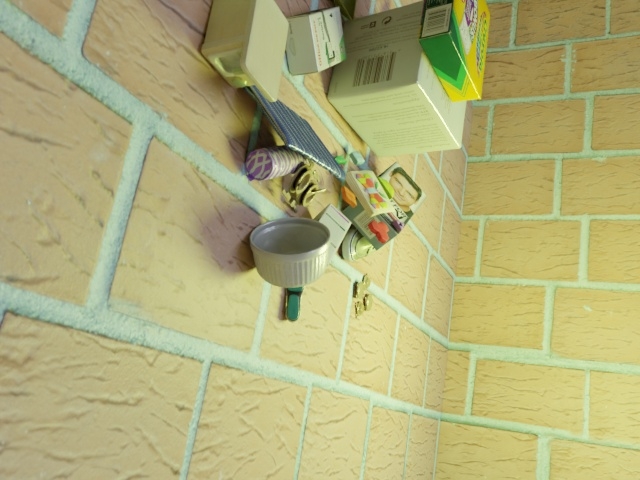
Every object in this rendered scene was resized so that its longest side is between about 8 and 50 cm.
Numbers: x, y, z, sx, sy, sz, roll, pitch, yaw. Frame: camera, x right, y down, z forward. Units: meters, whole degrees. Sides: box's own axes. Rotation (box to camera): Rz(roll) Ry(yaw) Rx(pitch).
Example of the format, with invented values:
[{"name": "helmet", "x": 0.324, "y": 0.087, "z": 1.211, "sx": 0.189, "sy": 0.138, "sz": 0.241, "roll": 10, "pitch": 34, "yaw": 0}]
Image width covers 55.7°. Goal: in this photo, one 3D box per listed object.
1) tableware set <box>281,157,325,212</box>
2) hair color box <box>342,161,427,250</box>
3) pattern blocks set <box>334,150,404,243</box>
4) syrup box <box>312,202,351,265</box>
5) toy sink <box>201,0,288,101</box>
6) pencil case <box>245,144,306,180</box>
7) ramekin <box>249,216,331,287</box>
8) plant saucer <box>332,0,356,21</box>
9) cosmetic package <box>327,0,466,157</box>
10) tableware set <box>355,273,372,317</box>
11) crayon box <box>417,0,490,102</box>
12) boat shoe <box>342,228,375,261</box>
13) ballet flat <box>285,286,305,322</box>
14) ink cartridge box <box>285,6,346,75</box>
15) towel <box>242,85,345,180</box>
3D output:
[{"name": "tableware set", "x": -0.037, "y": -0.146, "z": 1.689, "sx": 0.128, "sy": 0.039, "sz": 0.194, "roll": -54, "pitch": 163, "yaw": -8}, {"name": "hair color box", "x": 0.241, "y": -0.133, "z": 2.196, "sx": 0.185, "sy": 0.114, "sz": 0.374, "roll": 48, "pitch": 35, "yaw": -3}, {"name": "pattern blocks set", "x": 0.166, "y": -0.159, "z": 2.016, "sx": 0.324, "sy": 0.026, "sz": 0.285, "roll": 53, "pitch": 35, "yaw": 3}, {"name": "syrup box", "x": 0.000, "y": 0.000, "z": 1.765, "sx": 0.096, "sy": 0.093, "sz": 0.237, "roll": 43, "pitch": 36, "yaw": -8}, {"name": "toy sink", "x": -0.175, "y": -0.444, "z": 1.391, "sx": 0.153, "sy": 0.131, "sz": 0.234, "roll": 40, "pitch": 51, "yaw": -58}, {"name": "pencil case", "x": -0.115, "y": -0.205, "z": 1.591, "sx": 0.086, "sy": 0.088, "sz": 0.206, "roll": 54, "pitch": 26, "yaw": 8}, {"name": "ramekin", "x": -0.075, "y": 0.033, "z": 1.551, "sx": 0.207, "sy": 0.207, "sz": 0.109, "roll": -48, "pitch": 142, "yaw": -54}, {"name": "plant saucer", "x": 0.064, "y": -0.839, "z": 1.963, "sx": 0.188, "sy": 0.045, "sz": 0.188, "roll": 35, "pitch": 60, "yaw": -60}, {"name": "cosmetic package", "x": 0.277, "y": -0.526, "z": 2.053, "sx": 0.394, "sy": 0.330, "sz": 0.327, "roll": 39, "pitch": 57, "yaw": -51}, {"name": "tableware set", "x": 0.161, "y": 0.207, "z": 2.253, "sx": 0.169, "sy": 0.020, "sz": 0.141, "roll": -27, "pitch": 118, "yaw": -63}, {"name": "crayon box", "x": 0.428, "y": -0.673, "z": 1.893, "sx": 0.313, "sy": 0.106, "sz": 0.362, "roll": 39, "pitch": 56, "yaw": -49}, {"name": "boat shoe", "x": 0.167, "y": 0.000, "z": 2.167, "sx": 0.302, "sy": 0.094, "sz": 0.109, "roll": -32, "pitch": 120, "yaw": -60}, {"name": "ballet flat", "x": -0.075, "y": 0.151, "z": 1.739, "sx": 0.052, "sy": 0.057, "sz": 0.168, "roll": 116, "pitch": -16, "yaw": -80}, {"name": "ink cartridge box", "x": -0.014, "y": -0.580, "z": 1.758, "sx": 0.219, "sy": 0.093, "sz": 0.160, "roll": -48, "pitch": 132, "yaw": -54}, {"name": "towel", "x": -0.066, "y": -0.278, "z": 1.579, "sx": 0.243, "sy": 0.040, "sz": 0.336, "roll": 55, "pitch": 16, "yaw": 23}]
